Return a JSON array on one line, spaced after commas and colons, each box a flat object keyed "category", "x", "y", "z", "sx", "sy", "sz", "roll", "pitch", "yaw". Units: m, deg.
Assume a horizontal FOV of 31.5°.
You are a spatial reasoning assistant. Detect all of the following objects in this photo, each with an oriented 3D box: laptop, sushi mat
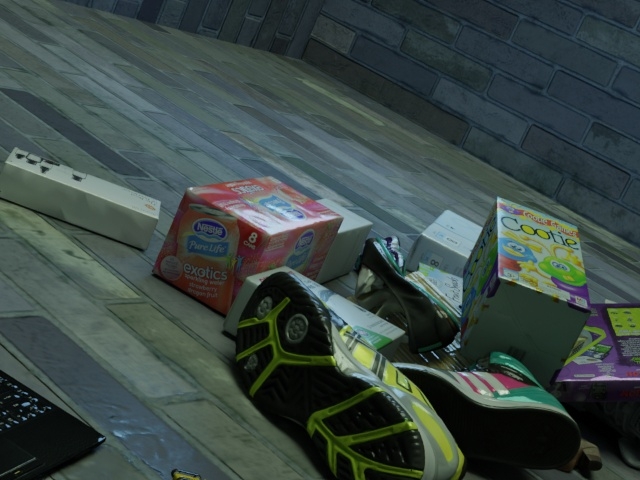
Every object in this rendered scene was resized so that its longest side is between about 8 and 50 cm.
[{"category": "laptop", "x": -0.342, "y": 0.101, "z": 1.049, "sx": 0.264, "sy": 0.136, "sz": 0.234, "roll": 29, "pitch": 16, "yaw": 16}, {"category": "sushi mat", "x": 0.164, "y": 0.145, "z": 1.755, "sx": 0.151, "sy": 0.019, "sz": 0.316, "roll": -18, "pitch": 32, "yaw": -18}]

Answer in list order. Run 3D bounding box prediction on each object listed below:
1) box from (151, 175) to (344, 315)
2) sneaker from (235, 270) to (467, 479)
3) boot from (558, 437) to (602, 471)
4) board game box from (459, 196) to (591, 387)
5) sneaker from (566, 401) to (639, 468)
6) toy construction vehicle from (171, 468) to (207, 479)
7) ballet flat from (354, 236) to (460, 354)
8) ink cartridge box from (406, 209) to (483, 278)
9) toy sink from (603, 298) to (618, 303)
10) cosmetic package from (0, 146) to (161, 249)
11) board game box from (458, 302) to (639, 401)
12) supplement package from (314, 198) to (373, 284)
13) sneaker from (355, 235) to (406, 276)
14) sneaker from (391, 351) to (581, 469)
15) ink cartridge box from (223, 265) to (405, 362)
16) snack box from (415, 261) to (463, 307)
[{"category": "box", "x": -0.101, "y": 0.004, "z": 1.726, "sx": 0.154, "sy": 0.142, "sz": 0.300, "roll": 30, "pitch": 16, "yaw": 17}, {"category": "sneaker", "x": 0.026, "y": 0.184, "z": 1.379, "sx": 0.147, "sy": 0.145, "sz": 0.384, "roll": 25, "pitch": 19, "yaw": -46}, {"category": "boot", "x": 0.348, "y": 0.298, "z": 1.628, "sx": 0.119, "sy": 0.042, "sz": 0.087, "roll": 21, "pitch": 9, "yaw": -15}, {"category": "board game box", "x": 0.302, "y": 0.070, "z": 1.697, "sx": 0.144, "sy": 0.142, "sz": 0.275, "roll": 20, "pitch": 27, "yaw": -2}, {"category": "sneaker", "x": 0.473, "y": 0.242, "z": 1.803, "sx": 0.366, "sy": 0.137, "sz": 0.210, "roll": 24, "pitch": 17, "yaw": 8}, {"category": "toy construction vehicle", "x": -0.094, "y": 0.261, "z": 1.095, "sx": 0.098, "sy": 0.035, "sz": 0.086, "roll": 19, "pitch": 5, "yaw": -27}, {"category": "ballet flat", "x": 0.110, "y": 0.085, "z": 1.765, "sx": 0.095, "sy": 0.096, "sz": 0.280, "roll": 61, "pitch": -7, "yaw": -35}, {"category": "ink cartridge box", "x": 0.385, "y": 0.076, "z": 2.321, "sx": 0.385, "sy": 0.091, "sz": 0.308, "roll": 26, "pitch": 15, "yaw": 10}, {"category": "toy sink", "x": 0.576, "y": 0.223, "z": 1.955, "sx": 0.234, "sy": 0.152, "sz": 0.131, "roll": 21, "pitch": 15, "yaw": 7}, {"category": "cosmetic package", "x": -0.364, "y": -0.065, "z": 1.717, "sx": 0.239, "sy": 0.060, "sz": 0.099, "roll": 21, "pitch": 16, "yaw": -12}, {"category": "board game box", "x": 0.395, "y": 0.171, "z": 1.759, "sx": 0.347, "sy": 0.056, "sz": 0.208, "roll": 0, "pitch": 26, "yaw": 2}, {"category": "supplement package", "x": 0.000, "y": 0.000, "z": 1.964, "sx": 0.105, "sy": 0.105, "sz": 0.179, "roll": 29, "pitch": 15, "yaw": 16}, {"category": "sneaker", "x": 0.101, "y": 0.051, "z": 2.047, "sx": 0.098, "sy": 0.083, "sz": 0.223, "roll": 0, "pitch": 15, "yaw": -1}, {"category": "sneaker", "x": 0.188, "y": 0.209, "z": 1.521, "sx": 0.296, "sy": 0.123, "sz": 0.178, "roll": 16, "pitch": 10, "yaw": -4}, {"category": "ink cartridge box", "x": -0.007, "y": 0.124, "z": 1.567, "sx": 0.208, "sy": 0.086, "sz": 0.153, "roll": 28, "pitch": 14, "yaw": 15}, {"category": "snack box", "x": 0.240, "y": 0.122, "z": 1.976, "sx": 0.175, "sy": 0.070, "sz": 0.207, "roll": 21, "pitch": 14, "yaw": 0}]
